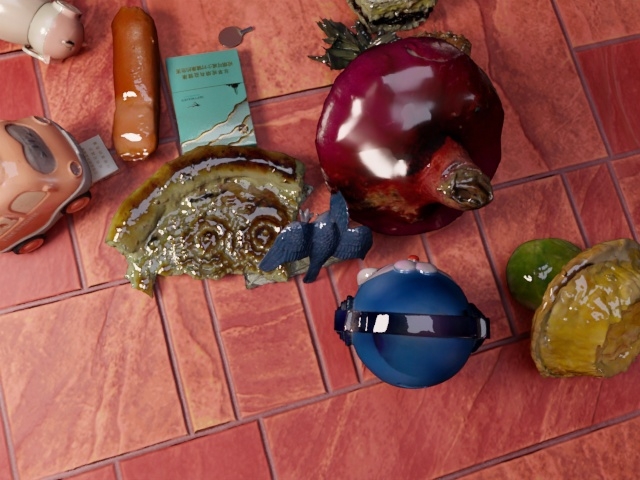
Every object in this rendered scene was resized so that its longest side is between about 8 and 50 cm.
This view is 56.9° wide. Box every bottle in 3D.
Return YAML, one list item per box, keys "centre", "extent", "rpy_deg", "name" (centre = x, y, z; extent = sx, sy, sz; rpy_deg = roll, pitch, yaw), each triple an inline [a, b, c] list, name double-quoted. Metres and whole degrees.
- centre: [-0.607, -0.467, 1.233]
  extent: [0.236, 0.147, 0.148]
  rpy_deg: [28, 77, -9]
  name: "bottle"

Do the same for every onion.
- centre: [0.180, -0.162, 1.120]
  extent: [0.398, 0.420, 0.398]
  rpy_deg: [-2, 122, -3]
  name: "onion"

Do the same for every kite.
- centre: [-0.089, -0.010, 1.273]
  extent: [0.323, 0.013, 0.268]
  rpy_deg: [29, 78, -3]
  name: "kite"

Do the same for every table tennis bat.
- centre: [-0.194, -0.471, 1.352]
  extent: [0.083, 0.007, 0.050]
  rpy_deg: [-26, 83, -9]
  name: "table tennis bat"

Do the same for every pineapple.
- centre: [0.147, -0.405, 1.325]
  extent: [0.364, 0.165, 0.166]
  rpy_deg: [9, 78, 3]
  name: "pineapple"

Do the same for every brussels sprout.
- centre: [0.486, 0.070, 1.265]
  extent: [0.161, 0.144, 0.180]
  rpy_deg: [24, 50, 31]
  name: "brussels sprout"

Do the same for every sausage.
- centre: [-0.390, -0.330, 1.257]
  extent: [0.097, 0.094, 0.349]
  rpy_deg: [-5, 81, 5]
  name: "sausage"

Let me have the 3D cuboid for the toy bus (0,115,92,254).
- centre: [-0.595, -0.104, 1.098]
  extent: [0.287, 0.232, 0.194]
  rpy_deg: [-37, 82, 12]
  name: "toy bus"

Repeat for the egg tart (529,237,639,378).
- centre: [0.567, 0.161, 1.179]
  extent: [0.345, 0.132, 0.345]
  rpy_deg: [-14, 123, -23]
  name: "egg tart"

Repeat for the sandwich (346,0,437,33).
- centre: [0.168, -0.640, 1.371]
  extent: [0.262, 0.131, 0.325]
  rpy_deg: [24, 74, -3]
  name: "sandwich"

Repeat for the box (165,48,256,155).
- centre: [-0.240, -0.299, 1.294]
  extent: [0.162, 0.041, 0.229]
  rpy_deg: [-12, 80, -9]
  name: "box"

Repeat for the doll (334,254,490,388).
- centre: [0.163, 0.155, 1.121]
  extent: [0.284, 0.310, 0.240]
  rpy_deg: [5, 80, -6]
  name: "doll"

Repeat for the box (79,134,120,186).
- centre: [-0.517, -0.145, 1.237]
  extent: [0.167, 0.024, 0.090]
  rpy_deg: [-30, 85, -12]
  name: "box"

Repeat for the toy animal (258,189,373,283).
- centre: [0.000, 0.000, 1.166]
  extent: [0.239, 0.176, 0.255]
  rpy_deg: [-2, 118, -15]
  name: "toy animal"

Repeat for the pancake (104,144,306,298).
- centre: [-0.228, -0.047, 1.218]
  extent: [0.426, 0.067, 0.305]
  rpy_deg: [-5, 85, -11]
  name: "pancake"
